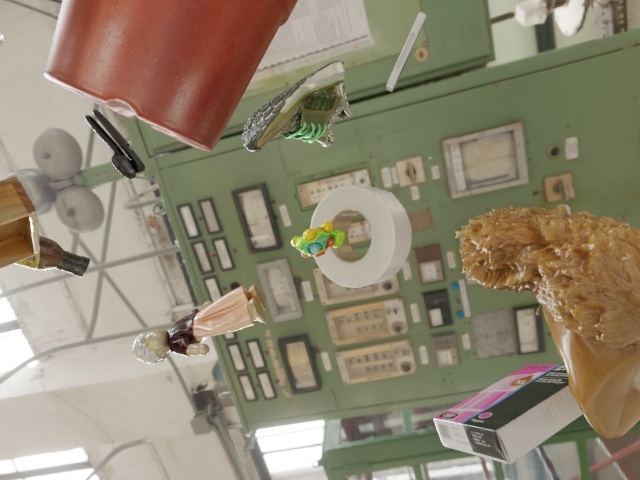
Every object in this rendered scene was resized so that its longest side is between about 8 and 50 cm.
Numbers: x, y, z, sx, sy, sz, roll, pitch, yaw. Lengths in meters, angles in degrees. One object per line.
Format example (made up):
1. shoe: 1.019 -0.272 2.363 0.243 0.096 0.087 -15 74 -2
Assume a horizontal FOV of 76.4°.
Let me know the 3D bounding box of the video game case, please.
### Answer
1. video game case: 0.216 -0.472 1.044 0.190 0.022 0.173 -64 -1 -70

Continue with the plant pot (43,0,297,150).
1. plant pot: -0.177 -0.269 0.498 0.272 0.273 0.264 -3 -63 -81

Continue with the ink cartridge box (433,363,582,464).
1. ink cartridge box: 0.419 0.306 0.792 0.176 0.372 0.069 -40 66 64

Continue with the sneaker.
1. sneaker: -0.027 -0.313 1.049 0.410 0.158 0.182 -48 -64 -35

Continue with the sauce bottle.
1. sauce bottle: -0.914 0.027 1.275 0.345 0.111 0.111 25 -138 -32

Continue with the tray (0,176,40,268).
1. tray: -0.674 0.002 0.788 0.203 0.411 0.076 -30 -85 -35

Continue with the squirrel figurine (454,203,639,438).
1. squirrel figurine: 0.428 0.052 0.685 0.397 0.281 0.370 37 -157 -23

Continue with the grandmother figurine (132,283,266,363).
1. grandmother figurine: -0.309 0.216 1.032 0.208 0.343 0.103 -105 -8 -75

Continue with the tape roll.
1. tape roll: 0.108 -0.014 1.146 0.100 0.286 0.285 -4 -100 -51

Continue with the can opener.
1. can opener: -0.521 -0.248 1.041 0.186 0.059 0.073 62 -179 -20

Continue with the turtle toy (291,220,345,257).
1. turtle toy: 0.000 0.000 0.941 0.095 0.130 0.066 -28 86 60

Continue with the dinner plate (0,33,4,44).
1. dinner plate: -0.600 -0.310 0.687 0.017 0.142 0.141 72 -171 -50
